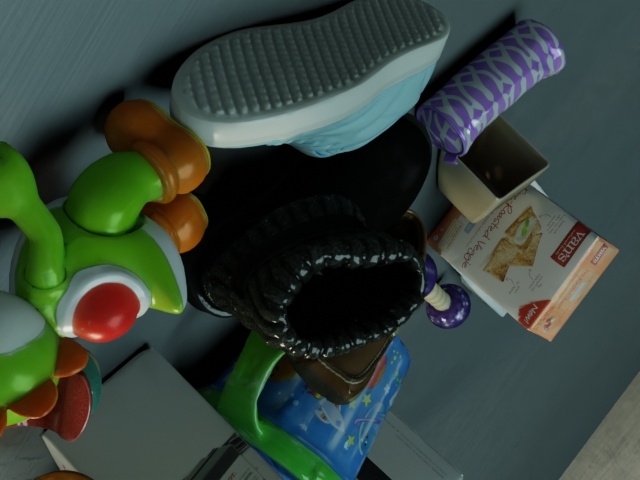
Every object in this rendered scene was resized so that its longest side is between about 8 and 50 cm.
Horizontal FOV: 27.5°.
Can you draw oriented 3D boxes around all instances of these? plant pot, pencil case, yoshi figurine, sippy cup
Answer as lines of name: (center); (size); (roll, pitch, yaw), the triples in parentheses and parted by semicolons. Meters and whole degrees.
plant pot: (0.219, -0.088, 1.742); (0.109, 0.109, 0.096); (-33, 162, -31)
pencil case: (0.212, -0.185, 1.608); (0.206, 0.086, 0.088); (-41, 119, -16)
yoshi figurine: (-0.261, 0.032, 1.100); (0.203, 0.204, 0.362); (-16, -154, 49)
sippy cup: (-0.011, 0.187, 1.614); (0.224, 0.240, 0.305); (-54, -174, -17)

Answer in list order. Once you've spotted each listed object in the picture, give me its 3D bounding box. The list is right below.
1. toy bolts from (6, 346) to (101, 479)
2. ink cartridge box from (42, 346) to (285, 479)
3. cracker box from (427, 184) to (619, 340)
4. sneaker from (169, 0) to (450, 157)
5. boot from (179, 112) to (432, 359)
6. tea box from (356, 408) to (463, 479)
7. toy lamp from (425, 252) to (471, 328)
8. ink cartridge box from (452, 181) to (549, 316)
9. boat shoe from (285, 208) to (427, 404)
toy bolts: (-0.294, 0.202, 1.277); (0.158, 0.218, 0.229); (-56, 160, -83)
ink cartridge box: (-0.106, 0.349, 1.456); (0.166, 0.395, 0.285); (-38, 152, -19)
cracker box: (0.272, 0.008, 1.791); (0.067, 0.232, 0.156); (27, 102, -47)
sneaker: (-0.005, -0.129, 1.282); (0.366, 0.135, 0.150); (-24, 140, -42)
boot: (0.037, -0.012, 1.335); (0.348, 0.260, 0.131); (-40, 112, -20)
tea box: (0.042, 0.462, 2.040); (0.323, 0.220, 0.329); (-41, 153, -16)
toy lamp: (0.148, 0.068, 1.856); (0.080, 0.080, 0.274); (-51, 154, 0)
ink cartridge box: (0.281, -0.009, 2.024); (0.189, 0.066, 0.232); (-50, 133, -1)
boat shoe: (0.049, 0.054, 1.477); (0.120, 0.122, 0.324); (-48, -170, 30)
